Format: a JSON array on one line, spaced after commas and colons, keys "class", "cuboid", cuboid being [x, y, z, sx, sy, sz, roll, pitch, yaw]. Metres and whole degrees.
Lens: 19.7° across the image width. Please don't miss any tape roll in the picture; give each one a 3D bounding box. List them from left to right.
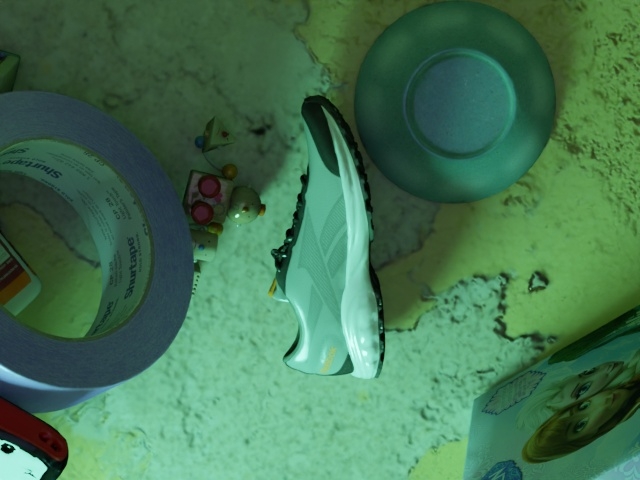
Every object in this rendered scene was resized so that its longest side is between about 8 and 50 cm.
[{"class": "tape roll", "cuboid": [-0.249, 0.010, 1.631, 0.274, 0.090, 0.275, 15, 64, -34]}]

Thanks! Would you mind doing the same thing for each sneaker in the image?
[{"class": "sneaker", "cuboid": [0.000, 0.000, 1.724, 0.108, 0.100, 0.272, -4, 98, 3]}]

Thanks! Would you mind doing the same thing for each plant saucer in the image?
[{"class": "plant saucer", "cuboid": [0.129, -0.129, 1.743, 0.195, 0.037, 0.195, 0, 97, -3]}]

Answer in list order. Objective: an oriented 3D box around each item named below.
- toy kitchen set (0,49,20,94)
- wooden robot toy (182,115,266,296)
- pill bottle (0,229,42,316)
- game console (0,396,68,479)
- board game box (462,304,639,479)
[{"class": "toy kitchen set", "cuboid": [-0.340, -0.245, 1.676, 0.166, 0.122, 0.207, 15, 117, -6]}, {"class": "wooden robot toy", "cuboid": [-0.089, -0.027, 1.730, 0.079, 0.076, 0.173, 13, 98, -16]}, {"class": "pill bottle", "cuboid": [-0.366, -0.006, 1.686, 0.121, 0.121, 0.221, -37, 98, 2]}, {"class": "game console", "cuboid": [-0.440, 0.210, 1.653, 0.342, 0.060, 0.386, 28, 131, -11]}, {"class": "board game box", "cuboid": [0.271, 0.152, 1.613, 0.318, 0.319, 0.066, -32, 102, 16]}]
